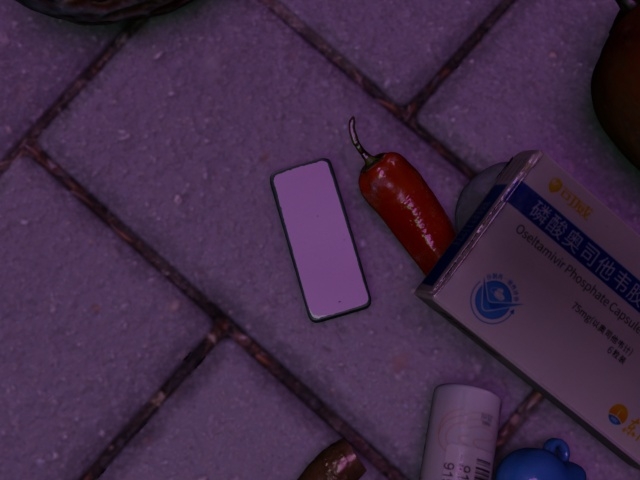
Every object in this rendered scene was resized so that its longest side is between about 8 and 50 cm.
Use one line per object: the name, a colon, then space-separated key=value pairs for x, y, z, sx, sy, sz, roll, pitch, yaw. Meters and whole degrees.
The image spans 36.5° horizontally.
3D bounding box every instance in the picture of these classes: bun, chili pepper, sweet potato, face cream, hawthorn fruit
bun: x=0.227 y=-0.026 z=1.128 sx=0.140 sy=0.083 sz=0.141 roll=0 pitch=83 yaw=3
chili pepper: x=0.108 y=-0.028 z=1.138 sx=0.071 sy=0.063 sz=0.272 roll=-35 pitch=95 yaw=-7
sweet potato: x=-0.072 y=0.325 z=1.092 sx=0.281 sy=0.059 sz=0.067 roll=-33 pitch=95 yaw=-4
face cream: x=0.142 y=0.295 z=1.057 sx=0.082 sy=0.082 sz=0.269 roll=11 pitch=69 yaw=2
hawthorn fruit: x=0.426 y=-0.195 z=1.070 sx=0.267 sy=0.268 sz=0.301 roll=-40 pitch=80 yaw=-5

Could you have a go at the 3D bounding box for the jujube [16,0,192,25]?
jujube: x=-0.236 y=-0.376 z=1.114 sx=0.308 sy=0.215 sz=0.246 roll=-29 pitch=82 yaw=-2

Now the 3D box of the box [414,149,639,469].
box: x=0.295 y=0.082 z=1.072 sx=0.343 sy=0.065 sz=0.200 roll=38 pitch=85 yaw=-12

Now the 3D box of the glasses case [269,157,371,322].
glasses case: x=0.000 y=0.000 z=1.147 sx=0.077 sy=0.039 sz=0.184 roll=-16 pitch=82 yaw=-1

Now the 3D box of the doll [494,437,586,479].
doll: x=0.244 y=0.397 z=1.054 sx=0.199 sy=0.145 sz=0.363 roll=21 pitch=69 yaw=-36
